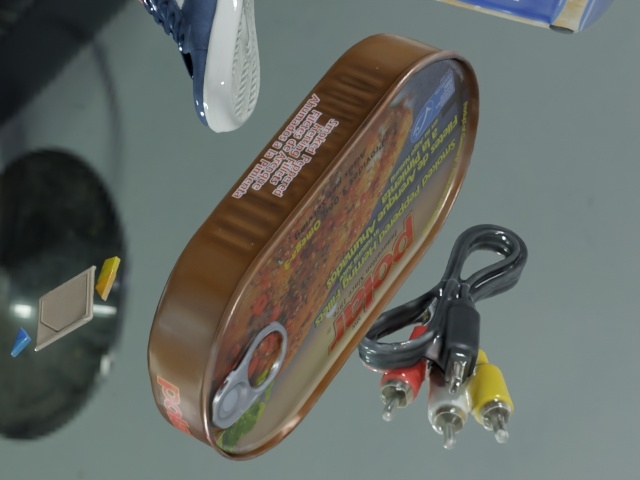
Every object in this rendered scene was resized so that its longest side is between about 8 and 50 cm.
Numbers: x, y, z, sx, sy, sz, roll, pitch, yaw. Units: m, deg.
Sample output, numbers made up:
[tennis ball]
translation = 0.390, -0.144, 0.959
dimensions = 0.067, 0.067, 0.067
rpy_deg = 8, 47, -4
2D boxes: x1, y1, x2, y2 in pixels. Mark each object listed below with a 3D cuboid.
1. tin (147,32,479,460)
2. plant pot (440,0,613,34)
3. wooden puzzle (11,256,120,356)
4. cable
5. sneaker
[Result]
[tin]
translation = 0.000, 0.000, 0.707
dimensions = 0.040, 0.106, 0.189
rpy_deg = 22, 59, 29
[plant pot]
translation = 0.134, -0.275, 1.255
dimensions = 0.236, 0.236, 0.212
rpy_deg = 16, 85, 3
[wooden puzzle]
translation = -0.228, 0.062, 1.640
dimensions = 0.116, 0.014, 0.078
rpy_deg = -24, 39, 29
[cable]
translation = 0.106, 0.073, 1.573
dimensions = 0.287, 0.139, 0.072
rpy_deg = -72, -6, -61
[sneaker]
translation = -0.142, -0.246, 1.804
dimensions = 0.148, 0.131, 0.350
rpy_deg = -6, 53, 3
